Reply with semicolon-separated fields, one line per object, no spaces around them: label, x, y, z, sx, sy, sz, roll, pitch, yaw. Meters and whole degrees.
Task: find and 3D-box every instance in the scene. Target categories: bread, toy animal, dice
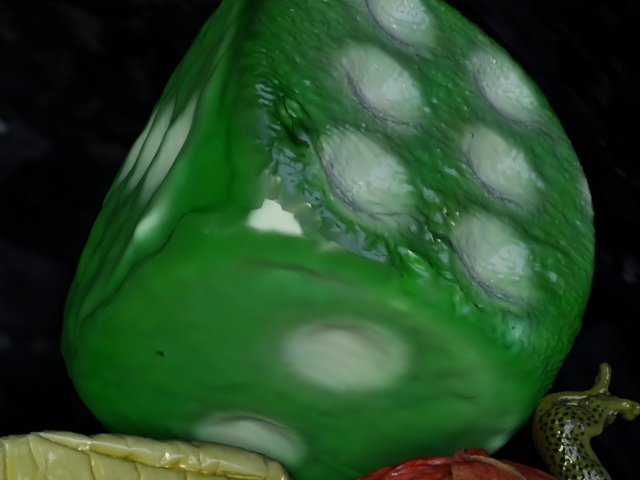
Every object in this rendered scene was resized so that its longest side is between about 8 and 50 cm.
bread;-0.122;0.193;0.650;0.236;0.106;0.140;12;50;-29
toy animal;0.233;0.193;0.946;0.136;0.073;0.181;3;57;-26
dice;0.000;0.000;0.764;0.287;0.300;0.297;30;42;-16

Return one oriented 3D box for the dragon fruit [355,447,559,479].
dragon fruit;0.091;0.232;0.579;0.252;0.241;0.241;49;33;-36
